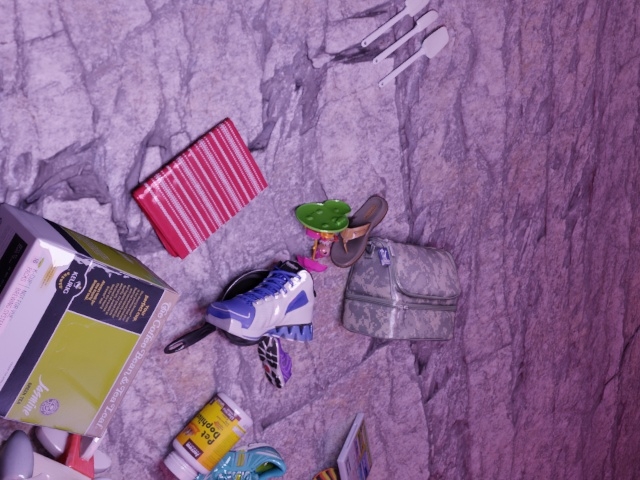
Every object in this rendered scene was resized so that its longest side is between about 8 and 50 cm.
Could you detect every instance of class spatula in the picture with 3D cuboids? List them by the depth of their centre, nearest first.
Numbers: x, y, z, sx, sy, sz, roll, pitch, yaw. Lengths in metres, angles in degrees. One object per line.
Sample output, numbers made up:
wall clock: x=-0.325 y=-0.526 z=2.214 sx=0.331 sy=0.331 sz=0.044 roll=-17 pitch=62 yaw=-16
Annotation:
spatula: x=0.210 y=-0.491 z=1.900 sx=0.242 sy=0.019 sz=0.168 roll=-42 pitch=130 yaw=-17

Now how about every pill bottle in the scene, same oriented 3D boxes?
pill bottle: x=-0.273 y=0.479 z=1.875 sx=0.215 sy=0.117 sz=0.117 roll=-46 pitch=131 yaw=-13

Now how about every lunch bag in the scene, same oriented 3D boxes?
lunch bag: x=0.219 y=0.130 z=2.064 sx=0.305 sy=0.212 sz=0.256 roll=8 pitch=87 yaw=-41

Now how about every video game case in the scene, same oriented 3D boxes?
video game case: x=0.102 y=0.639 z=2.240 sx=0.193 sy=0.023 sz=0.212 roll=-56 pitch=143 yaw=-51

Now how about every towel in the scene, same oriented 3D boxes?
towel: x=-0.257 y=-0.110 z=1.689 sx=0.275 sy=0.031 sz=0.199 roll=-42 pitch=127 yaw=-19

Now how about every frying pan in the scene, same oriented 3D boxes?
frying pan: x=-0.210 y=0.201 z=1.845 sx=0.326 sy=0.053 sz=0.197 roll=-42 pitch=129 yaw=-17

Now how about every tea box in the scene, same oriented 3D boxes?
tea box: x=-0.508 y=0.157 z=1.479 sx=0.323 sy=0.220 sz=0.329 roll=30 pitch=90 yaw=-41

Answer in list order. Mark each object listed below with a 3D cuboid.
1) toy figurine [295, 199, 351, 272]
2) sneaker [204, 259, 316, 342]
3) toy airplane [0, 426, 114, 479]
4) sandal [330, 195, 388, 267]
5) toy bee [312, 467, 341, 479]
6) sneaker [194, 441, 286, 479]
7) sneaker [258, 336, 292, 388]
toy figurine: x=0.000 y=0.000 z=1.910 sx=0.173 sy=0.130 sz=0.159 roll=-37 pitch=147 yaw=-51
sneaker: x=-0.118 y=0.130 z=1.796 sx=0.315 sy=0.127 sz=0.182 roll=11 pitch=95 yaw=-50
toy airplane: x=-0.482 y=0.516 z=1.546 sx=0.386 sy=0.272 sz=0.384 roll=-10 pitch=75 yaw=-57
sandal: x=0.093 y=-0.030 z=1.958 sx=0.219 sy=0.090 sz=0.060 roll=-52 pitch=142 yaw=-12
toy bee: x=-0.021 y=0.786 z=2.200 sx=0.195 sy=0.162 sz=0.298 roll=69 pitch=32 yaw=-51
sneaker: x=-0.210 y=0.585 z=1.976 sx=0.275 sy=0.110 sz=0.107 roll=-7 pitch=113 yaw=-36
sneaker: x=-0.109 y=0.297 z=1.975 sx=0.071 sy=0.068 sz=0.170 roll=-43 pitch=140 yaw=-36
